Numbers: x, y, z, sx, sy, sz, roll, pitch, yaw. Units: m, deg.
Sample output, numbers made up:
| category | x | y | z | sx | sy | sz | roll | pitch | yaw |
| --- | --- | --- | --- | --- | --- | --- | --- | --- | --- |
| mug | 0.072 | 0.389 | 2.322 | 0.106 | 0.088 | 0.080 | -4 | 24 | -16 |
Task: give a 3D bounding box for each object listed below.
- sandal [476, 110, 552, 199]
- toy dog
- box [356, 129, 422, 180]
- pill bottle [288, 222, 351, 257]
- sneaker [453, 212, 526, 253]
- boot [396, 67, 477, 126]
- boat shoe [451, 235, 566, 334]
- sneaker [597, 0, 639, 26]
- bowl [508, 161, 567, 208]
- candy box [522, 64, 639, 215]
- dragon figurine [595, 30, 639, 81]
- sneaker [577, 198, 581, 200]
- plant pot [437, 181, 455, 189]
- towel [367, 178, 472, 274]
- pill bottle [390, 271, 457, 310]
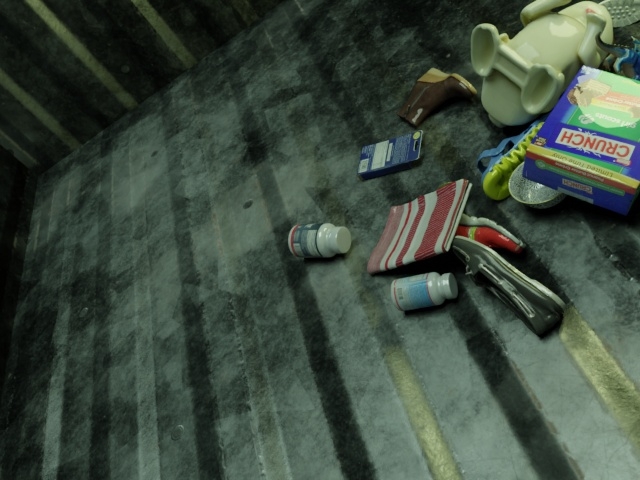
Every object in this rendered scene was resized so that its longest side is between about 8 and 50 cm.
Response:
| category | x | y | z | sx | sy | sz | roll | pitch | yaw |
| --- | --- | --- | --- | --- | --- | --- | --- | --- | --- |
| sandal | 0.555 | -0.258 | 1.854 | 0.317 | 0.126 | 0.138 | -37 | 35 | 2 |
| toy dog | 0.663 | -0.507 | 1.870 | 0.408 | 0.395 | 0.284 | -35 | 55 | -18 |
| box | 0.233 | -0.279 | 2.192 | 0.225 | 0.036 | 0.136 | -12 | 47 | 32 |
| pill bottle | 0.000 | 0.000 | 2.061 | 0.180 | 0.108 | 0.108 | -1 | 53 | 37 |
| sneaker | 0.415 | 0.005 | 1.754 | 0.279 | 0.107 | 0.118 | 19 | 83 | 52 |
| boot | 0.386 | -0.461 | 2.227 | 0.207 | 0.090 | 0.248 | -54 | 41 | 3 |
| boat shoe | 0.425 | 0.101 | 1.600 | 0.095 | 0.112 | 0.335 | -47 | 52 | -6 |
| sneaker | 0.946 | -0.714 | 2.006 | 0.235 | 0.090 | 0.095 | -4 | 39 | 32 |
| bowl | 0.588 | -0.139 | 1.743 | 0.170 | 0.080 | 0.170 | -22 | 42 | 22 |
| candy box | 0.685 | -0.249 | 1.610 | 0.268 | 0.122 | 0.317 | 27 | 68 | 27 |
| dragon figurine | 0.828 | -0.478 | 1.736 | 0.144 | 0.289 | 0.085 | -43 | 20 | 13 |
| sneaker | 0.719 | -0.205 | 1.710 | 0.125 | 0.104 | 0.262 | 1 | 57 | 18 |
| plant pot | 0.377 | -0.111 | 1.897 | 0.083 | 0.083 | 0.079 | -14 | 59 | 29 |
| towel | 0.266 | -0.034 | 1.844 | 0.329 | 0.037 | 0.237 | -22 | 38 | 55 |
| pill bottle | 0.271 | 0.131 | 1.738 | 0.160 | 0.087 | 0.087 | -13 | 46 | 29 |
